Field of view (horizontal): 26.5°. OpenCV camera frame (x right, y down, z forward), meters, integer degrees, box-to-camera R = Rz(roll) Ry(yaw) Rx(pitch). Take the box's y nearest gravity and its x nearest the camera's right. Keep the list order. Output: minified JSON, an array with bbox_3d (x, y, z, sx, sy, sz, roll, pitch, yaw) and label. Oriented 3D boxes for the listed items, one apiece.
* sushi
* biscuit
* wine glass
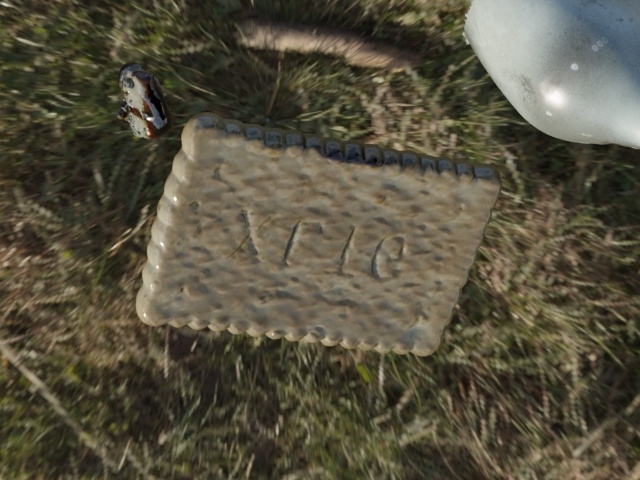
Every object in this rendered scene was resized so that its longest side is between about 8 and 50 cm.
[{"bbox_3d":[-0.174,-0.134,1.349,0.044,0.046,0.083,-40,138,-26],"label":"sushi"},{"bbox_3d":[0.000,0.000,1.265,0.325,0.044,0.217,7,116,-24],"label":"biscuit"},{"bbox_3d":[0.218,-0.111,1.002,0.126,0.126,0.241,-39,64,1],"label":"wine glass"}]
